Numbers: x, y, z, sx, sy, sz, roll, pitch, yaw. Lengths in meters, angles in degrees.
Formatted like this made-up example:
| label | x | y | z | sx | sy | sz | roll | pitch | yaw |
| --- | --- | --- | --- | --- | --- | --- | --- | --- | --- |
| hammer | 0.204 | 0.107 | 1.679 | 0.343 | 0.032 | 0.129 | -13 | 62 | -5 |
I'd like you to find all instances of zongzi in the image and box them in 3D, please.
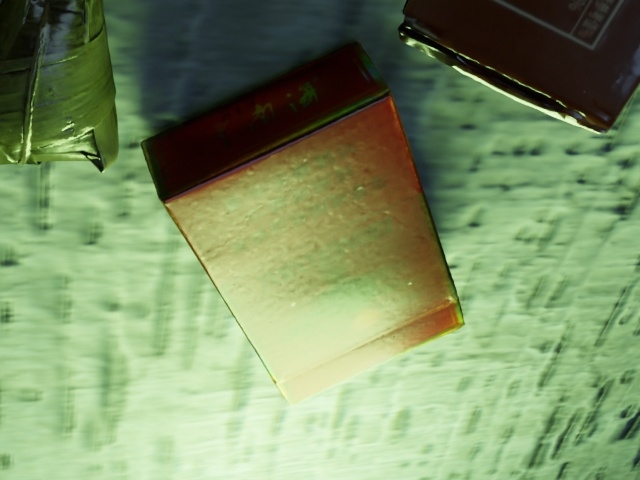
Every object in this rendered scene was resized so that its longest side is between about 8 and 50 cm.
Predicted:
| label | x | y | z | sx | sy | sz | roll | pitch | yaw |
| --- | --- | --- | --- | --- | --- | --- | --- | --- | --- |
| zongzi | -0.234 | -0.120 | 0.692 | 0.176 | 0.078 | 0.160 | -4 | 127 | -9 |

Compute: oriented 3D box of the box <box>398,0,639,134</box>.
| label | x | y | z | sx | sy | sz | roll | pitch | yaw |
| --- | --- | --- | --- | --- | --- | --- | --- | --- | --- |
| box | 0.201 | -0.296 | 0.515 | 0.122 | 0.344 | 0.385 | 27 | 123 | 1 |

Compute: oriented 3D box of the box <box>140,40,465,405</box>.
| label | x | y | z | sx | sy | sz | roll | pitch | yaw |
| --- | --- | --- | --- | --- | --- | --- | --- | --- | --- |
| box | -0.001 | 0.000 | 0.888 | 0.197 | 0.089 | 0.313 | -26 | 135 | -1 |
